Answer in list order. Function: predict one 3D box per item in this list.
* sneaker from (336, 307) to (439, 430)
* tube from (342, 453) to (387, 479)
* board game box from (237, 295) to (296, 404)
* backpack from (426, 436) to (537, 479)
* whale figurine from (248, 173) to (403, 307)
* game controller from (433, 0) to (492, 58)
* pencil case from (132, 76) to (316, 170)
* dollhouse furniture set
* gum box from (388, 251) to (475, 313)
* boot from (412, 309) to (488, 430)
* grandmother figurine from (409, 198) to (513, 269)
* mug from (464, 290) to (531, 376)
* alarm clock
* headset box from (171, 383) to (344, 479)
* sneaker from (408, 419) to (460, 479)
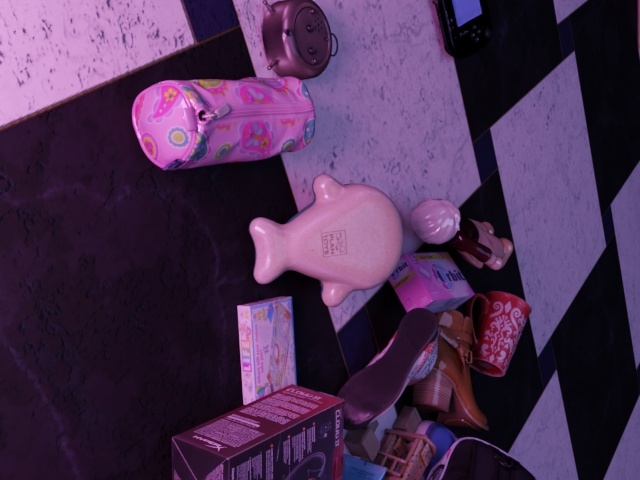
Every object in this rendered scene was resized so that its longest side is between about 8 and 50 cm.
[{"bbox_3d":[0.130,0.259,1.496,0.270,0.090,0.145,-49,154,-19],"label":"sneaker"},{"bbox_3d":[0.047,0.483,1.410,0.052,0.080,0.207,79,29,-68],"label":"tube"},{"bbox_3d":[-0.082,0.171,1.269,0.103,0.026,0.154,-8,96,-53],"label":"board game box"},{"bbox_3d":[0.285,0.495,1.472,0.191,0.225,0.253,-62,176,38],"label":"backpack"},{"bbox_3d":[0.000,0.000,1.321,0.272,0.141,0.216,-10,98,-28],"label":"whale figurine"},{"bbox_3d":[0.291,-0.556,1.738,0.166,0.067,0.319,-41,121,-45],"label":"game controller"},{"bbox_3d":[-0.124,-0.169,1.137,0.284,0.124,0.124,-15,102,-53],"label":"pencil case"},{"bbox_3d":[0.149,0.358,1.515,0.182,0.101,0.161,-55,131,-38],"label":"dollhouse furniture set"},{"bbox_3d":[0.219,0.083,1.603,0.188,0.062,0.107,-1,56,-53],"label":"gum box"},{"bbox_3d":[0.286,0.276,1.717,0.283,0.109,0.220,34,59,-40],"label":"boot"},{"bbox_3d":[0.287,-0.011,1.652,0.342,0.208,0.104,18,106,-55],"label":"grandmother figurine"},{"bbox_3d":[0.386,0.210,1.857,0.113,0.150,0.169,98,15,-66],"label":"mug"},{"bbox_3d":[-0.022,-0.328,1.325,0.192,0.064,0.129,-12,99,-56],"label":"alarm clock"},{"bbox_3d":[-0.075,0.353,1.188,0.293,0.110,0.218,-14,109,-52],"label":"headset box"},{"bbox_3d":[0.341,0.480,1.658,0.323,0.236,0.130,55,49,-38],"label":"sneaker"}]
